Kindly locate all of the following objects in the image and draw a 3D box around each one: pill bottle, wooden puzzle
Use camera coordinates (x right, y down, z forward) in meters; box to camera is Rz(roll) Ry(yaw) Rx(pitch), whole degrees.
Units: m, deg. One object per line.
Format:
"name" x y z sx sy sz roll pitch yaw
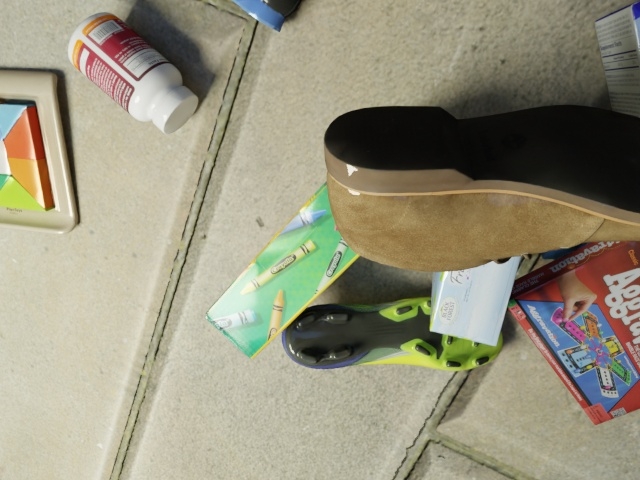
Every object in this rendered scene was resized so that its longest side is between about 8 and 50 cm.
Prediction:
"pill bottle" -0.237 -0.210 0.631 0.152 0.086 0.086 41 111 -1
"wooden puzzle" -0.483 -0.132 0.736 0.221 0.044 0.238 6 107 12

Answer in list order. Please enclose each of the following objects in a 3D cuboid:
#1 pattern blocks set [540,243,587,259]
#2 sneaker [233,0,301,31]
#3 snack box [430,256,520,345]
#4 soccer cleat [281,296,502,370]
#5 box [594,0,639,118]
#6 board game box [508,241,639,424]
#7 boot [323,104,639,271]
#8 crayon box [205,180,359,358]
"pattern blocks set" 0.405 -0.037 0.485 0.325 0.026 0.285 7 139 -11
"sneaker" -0.117 -0.347 0.568 0.232 0.081 0.090 35 108 -6
"snack box" 0.168 -0.016 0.526 0.070 0.207 0.174 11 108 10
"soccer cleat" 0.093 0.123 0.655 0.289 0.121 0.093 1 82 -5
"box" 0.336 -0.169 0.482 0.072 0.126 0.137 -16 102 19
"board game box" 0.333 0.113 0.563 0.145 0.027 0.281 -33 120 20
"boot" 0.157 -0.030 0.379 0.305 0.112 0.115 5 136 8
"crayon box" 0.000 0.000 0.594 0.081 0.165 0.278 44 111 -1
